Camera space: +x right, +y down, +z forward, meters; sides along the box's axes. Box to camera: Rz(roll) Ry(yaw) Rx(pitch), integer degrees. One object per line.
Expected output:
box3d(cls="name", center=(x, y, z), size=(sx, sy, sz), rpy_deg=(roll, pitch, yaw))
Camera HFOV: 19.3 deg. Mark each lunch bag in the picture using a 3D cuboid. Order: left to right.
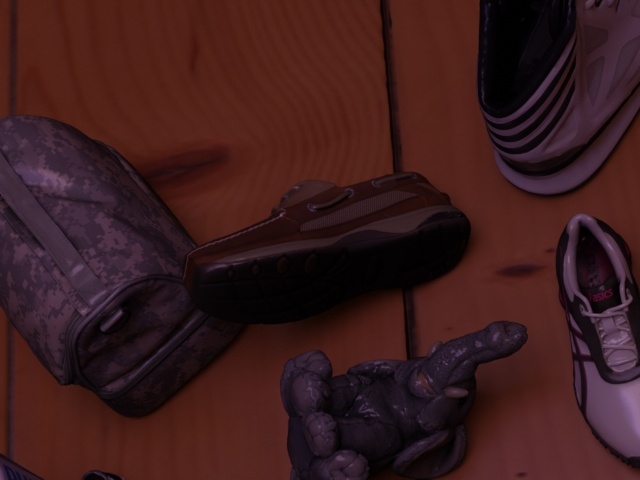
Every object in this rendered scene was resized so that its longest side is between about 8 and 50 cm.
box3d(cls="lunch bag", center=(-0.263, 0.016, 2.076), size=(0.212, 0.256, 0.305), rpy_deg=(-40, 63, -1))

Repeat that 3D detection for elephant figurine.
box3d(cls="elephant figurine", center=(0.089, 0.179, 1.967), size=(0.239, 0.186, 0.169), rpy_deg=(-15, 100, -16))

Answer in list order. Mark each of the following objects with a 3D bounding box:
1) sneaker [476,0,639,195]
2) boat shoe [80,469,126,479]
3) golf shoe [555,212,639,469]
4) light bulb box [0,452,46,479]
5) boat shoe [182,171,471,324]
box3d(cls="sneaker", center=(0.319, -0.275, 2.004), size=(0.169, 0.257, 0.447), rpy_deg=(30, 80, 25))
box3d(cls="boat shoe", center=(-0.207, 0.348, 2.031), size=(0.078, 0.070, 0.219), rpy_deg=(-32, 63, 4))
box3d(cls="golf shoe", center=(0.296, 0.102, 1.943), size=(0.105, 0.120, 0.273), rpy_deg=(-19, 66, 8))
box3d(cls="light bulb box", center=(-0.397, 0.468, 1.957), size=(0.358, 0.225, 0.361), rpy_deg=(-24, 63, 8))
box3d(cls="boat shoe", center=(0.000, 0.000, 2.032), size=(0.324, 0.122, 0.120), rpy_deg=(-11, 52, -25))
